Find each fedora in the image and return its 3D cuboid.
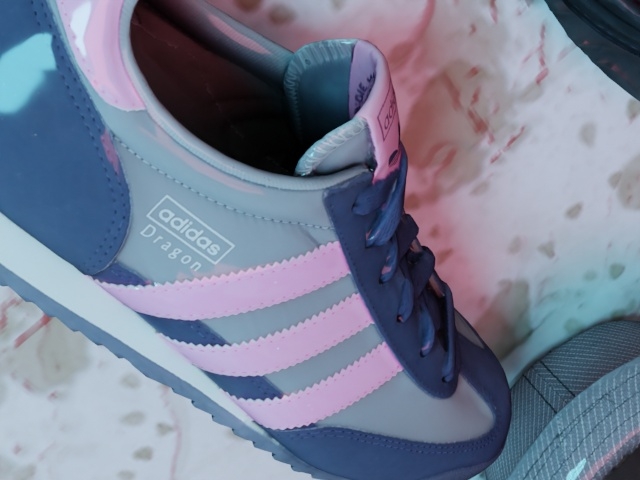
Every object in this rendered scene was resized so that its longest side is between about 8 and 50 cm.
[{"bbox_3d":[0.186,0.143,0.618,0.275,0.124,0.244,36,99,-28],"label":"fedora"}]

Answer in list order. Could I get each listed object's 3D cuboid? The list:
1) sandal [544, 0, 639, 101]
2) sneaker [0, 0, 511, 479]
[{"bbox_3d":[0.104,-0.147,0.377,0.167,0.107,0.446,-22,130,35],"label":"sandal"},{"bbox_3d":[0.000,0.000,0.435,0.131,0.112,0.319,-33,133,27],"label":"sneaker"}]
